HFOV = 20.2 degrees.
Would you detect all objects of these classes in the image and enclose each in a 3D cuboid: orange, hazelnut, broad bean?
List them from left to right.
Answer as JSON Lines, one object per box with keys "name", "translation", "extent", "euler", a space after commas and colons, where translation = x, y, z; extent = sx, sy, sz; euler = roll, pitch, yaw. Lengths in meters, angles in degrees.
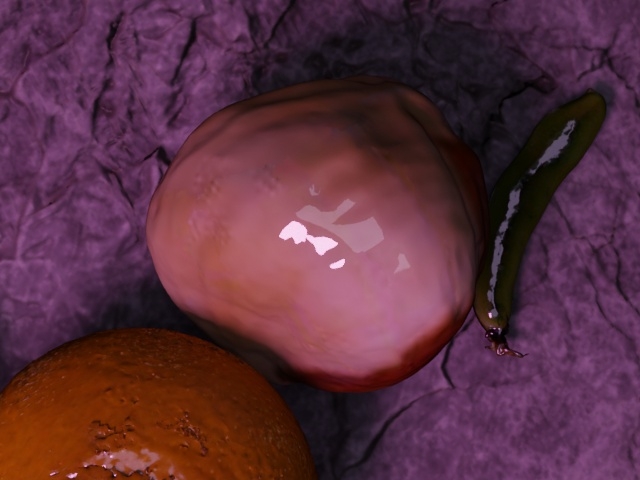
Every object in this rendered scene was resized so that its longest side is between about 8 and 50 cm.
{"name": "orange", "translation": [-0.128, 0.194, 1.286], "extent": [0.274, 0.274, 0.274], "euler": [0, 87, -3]}
{"name": "hazelnut", "translation": [0.000, 0.000, 1.324], "extent": [0.261, 0.261, 0.241], "euler": [26, 120, -1]}
{"name": "broad bean", "translation": [0.166, -0.019, 1.430], "extent": [0.069, 0.039, 0.227], "euler": [18, 87, 5]}
